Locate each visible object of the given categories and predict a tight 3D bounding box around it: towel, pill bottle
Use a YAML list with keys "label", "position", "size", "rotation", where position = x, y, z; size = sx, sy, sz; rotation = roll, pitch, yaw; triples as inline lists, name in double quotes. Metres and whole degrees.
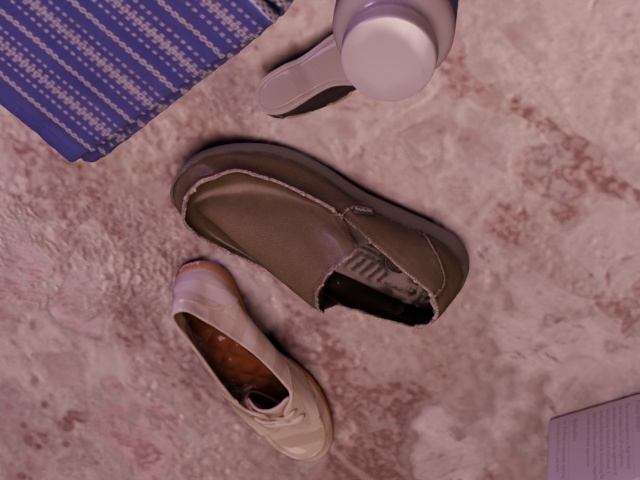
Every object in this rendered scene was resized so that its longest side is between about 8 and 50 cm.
- label: "towel"
  position: [-0.189, -0.182, 1.402]
  size: [0.243, 0.040, 0.336]
  rotation: [39, 148, -15]
- label: "pill bottle"
  position: [0.054, -0.166, 1.390]
  size: [0.087, 0.160, 0.087]
  rotation: [3, 123, 5]

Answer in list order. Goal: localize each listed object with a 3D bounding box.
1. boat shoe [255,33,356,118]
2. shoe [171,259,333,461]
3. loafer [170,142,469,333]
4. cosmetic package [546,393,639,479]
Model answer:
- label: "boat shoe"
  position: [0.011, -0.127, 1.496]
  size: [0.125, 0.038, 0.046]
  rotation: [-27, 74, 17]
- label: "shoe"
  position: [-0.061, 0.115, 1.653]
  size: [0.076, 0.058, 0.219]
  rotation: [-24, 117, 22]
- label: "loafer"
  position: [0.000, 0.000, 1.551]
  size: [0.251, 0.087, 0.094]
  rotation: [19, 124, -5]
- label: "cosmetic package"
  position: [0.306, 0.180, 1.615]
  size: [0.231, 0.117, 0.085]
  rotation: [-17, 120, 19]
